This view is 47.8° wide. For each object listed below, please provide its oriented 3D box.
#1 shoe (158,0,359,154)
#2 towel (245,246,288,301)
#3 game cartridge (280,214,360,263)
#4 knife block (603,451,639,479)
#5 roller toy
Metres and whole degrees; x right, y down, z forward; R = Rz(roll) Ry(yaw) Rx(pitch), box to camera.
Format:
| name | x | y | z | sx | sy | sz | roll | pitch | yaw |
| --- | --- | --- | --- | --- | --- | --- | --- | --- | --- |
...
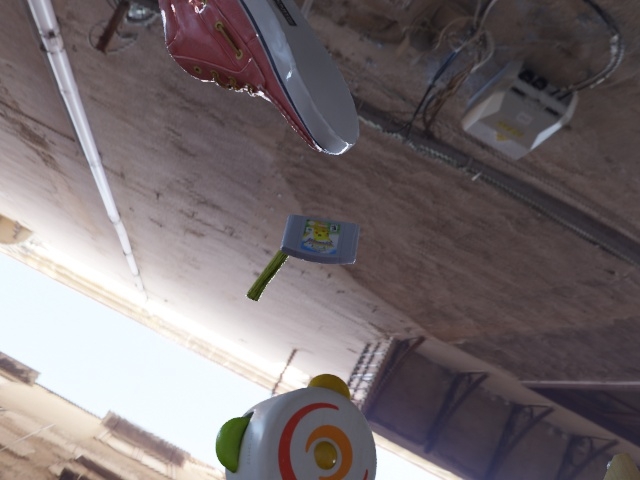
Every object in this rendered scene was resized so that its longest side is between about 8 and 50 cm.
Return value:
| name | x | y | z | sx | sy | sz | roll | pitch | yaw |
| --- | --- | --- | --- | --- | --- | --- | --- | --- | --- |
| shoe | -0.046 | -0.123 | 0.503 | 0.081 | 0.063 | 0.178 | -33 | -98 | 29 |
| towel | -0.081 | 0.049 | 1.165 | 0.021 | 0.237 | 0.102 | 38 | -94 | -3 |
| game cartridge | 0.000 | 0.000 | 0.804 | 0.083 | 0.017 | 0.056 | 8 | -126 | 3 |
| knife block | 0.537 | 0.506 | 1.137 | 0.242 | 0.088 | 0.276 | 19 | -129 | 30 |
| roller toy | -0.022 | 0.305 | 1.010 | 0.209 | 0.146 | 0.191 | -21 | -97 | -37 |
